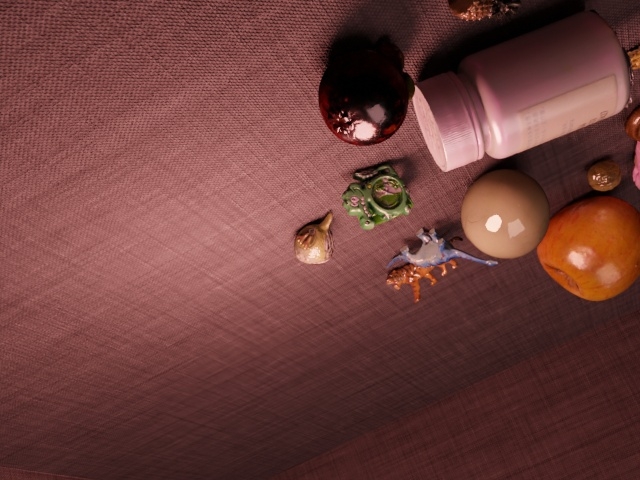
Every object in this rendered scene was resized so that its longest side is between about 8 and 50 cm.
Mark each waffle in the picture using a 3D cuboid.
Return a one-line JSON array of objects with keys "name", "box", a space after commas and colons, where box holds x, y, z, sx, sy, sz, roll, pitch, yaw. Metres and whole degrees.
[{"name": "waffle", "box": [0.665, -0.398, 1.807, 0.153, 0.023, 0.097, -17, 151, -7]}]

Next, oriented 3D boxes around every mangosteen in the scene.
[{"name": "mangosteen", "box": [0.091, -0.268, 1.503, 0.200, 0.200, 0.200, -17, 152, -9]}]

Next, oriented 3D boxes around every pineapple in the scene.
[{"name": "pineapple", "box": [0.295, -0.419, 1.468, 0.159, 0.074, 0.074, -6, 150, -43]}]

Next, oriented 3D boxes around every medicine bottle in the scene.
[{"name": "medicine bottle", "box": [0.386, -0.285, 1.609, 0.379, 0.213, 0.213, -21, 153, -1]}]

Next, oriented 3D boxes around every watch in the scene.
[{"name": "watch", "box": [0.125, -0.091, 1.901, 0.165, 0.131, 0.152, -22, 171, -8]}]

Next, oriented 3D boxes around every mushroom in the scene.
[{"name": "mushroom", "box": [0.808, -0.292, 2.034, 0.109, 0.085, 0.126, 25, 143, 1]}]

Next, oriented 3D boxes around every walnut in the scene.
[{"name": "walnut", "box": [0.759, -0.174, 2.215, 0.092, 0.092, 0.092, -17, 152, -9]}]

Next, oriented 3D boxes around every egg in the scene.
[{"name": "egg", "box": [0.457, -0.065, 2.054, 0.219, 0.219, 0.269, -22, 149, 2]}]

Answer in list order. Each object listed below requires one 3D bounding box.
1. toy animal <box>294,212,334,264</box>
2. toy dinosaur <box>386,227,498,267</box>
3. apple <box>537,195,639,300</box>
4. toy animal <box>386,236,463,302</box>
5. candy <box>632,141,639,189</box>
[{"name": "toy animal", "box": [0.000, 0.000, 1.989, 0.137, 0.098, 0.098, -48, 149, 4]}, {"name": "toy dinosaur", "box": [0.297, 0.026, 2.206, 0.329, 0.076, 0.144, -4, 141, 30]}, {"name": "apple", "box": [0.781, 0.014, 2.365, 0.275, 0.299, 0.299, -53, 152, -7]}, {"name": "toy animal", "box": [0.310, 0.059, 2.322, 0.255, 0.116, 0.114, -46, 175, 31]}, {"name": "candy", "box": [0.930, -0.221, 2.211, 0.155, 0.115, 0.265, -24, 153, 6]}]
